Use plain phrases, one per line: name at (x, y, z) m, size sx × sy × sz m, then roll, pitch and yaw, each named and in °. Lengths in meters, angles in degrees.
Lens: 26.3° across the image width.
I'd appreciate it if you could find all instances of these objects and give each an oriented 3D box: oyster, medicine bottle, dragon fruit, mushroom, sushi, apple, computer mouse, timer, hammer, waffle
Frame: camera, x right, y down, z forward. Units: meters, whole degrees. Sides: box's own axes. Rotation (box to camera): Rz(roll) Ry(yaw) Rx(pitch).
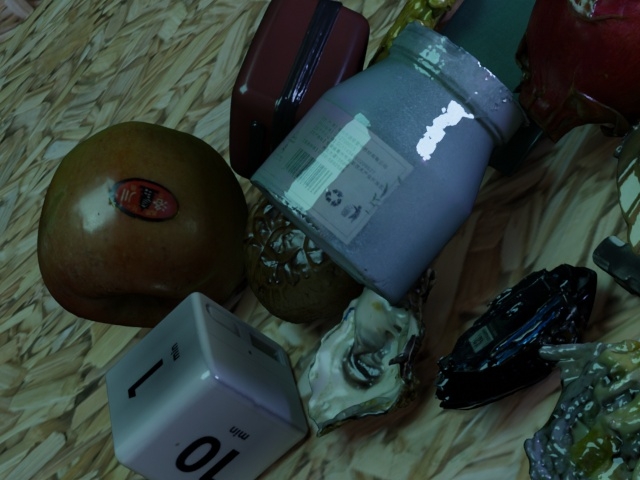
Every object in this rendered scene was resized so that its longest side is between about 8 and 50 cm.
oyster at (0.070, 0.151, 1.784) m, size 0.223 × 0.083 × 0.214 m, roll -35°, pitch 34°, yaw 33°
medicine bottle at (0.094, -0.102, 1.711) m, size 0.290 × 0.245 × 0.245 m, roll -48°, pitch 33°, yaw -2°
dragon fruit at (0.367, -0.264, 1.649) m, size 0.315 × 0.250 × 0.250 m, roll -24°, pitch 41°, yaw 15°
mushroom at (0.000, 0.000, 1.957) m, size 0.253 × 0.153 × 0.253 m, roll -22°, pitch 49°, yaw 27°
sushi at (0.311, 0.215, 1.367) m, size 0.184 × 0.139 × 0.274 m, roll -35°, pitch 34°, yaw 22°
apple at (-0.272, -0.031, 2.140) m, size 0.338 × 0.338 × 0.305 m, roll -19°, pitch 60°, yaw 42°
computer mouse at (0.234, 0.120, 1.598) m, size 0.242 × 0.077 × 0.146 m, roll -39°, pitch 14°, yaw 8°
timer at (-0.161, 0.225, 1.902) m, size 0.195 × 0.192 × 0.194 m, roll -43°, pitch 34°, yaw 16°
hammer at (0.460, -0.087, 1.557) m, size 0.365 × 0.043 × 0.111 m, roll -50°, pitch 31°, yaw 2°
waffle at (0.158, -0.346, 2.040) m, size 0.307 × 0.060 × 0.312 m, roll -58°, pitch 7°, yaw -20°

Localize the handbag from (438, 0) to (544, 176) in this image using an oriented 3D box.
handbag at (0.259, -0.234, 1.893) m, size 0.274 × 0.100 × 0.269 m, roll -55°, pitch 36°, yaw 1°

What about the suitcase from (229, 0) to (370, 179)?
suitcase at (-0.036, -0.214, 2.069) m, size 0.297 × 0.161 × 0.236 m, roll 104°, pitch -174°, yaw -68°

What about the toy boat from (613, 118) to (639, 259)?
toy boat at (0.483, -0.150, 1.475) m, size 0.445 × 0.136 × 0.162 m, roll -46°, pitch 63°, yaw 5°
